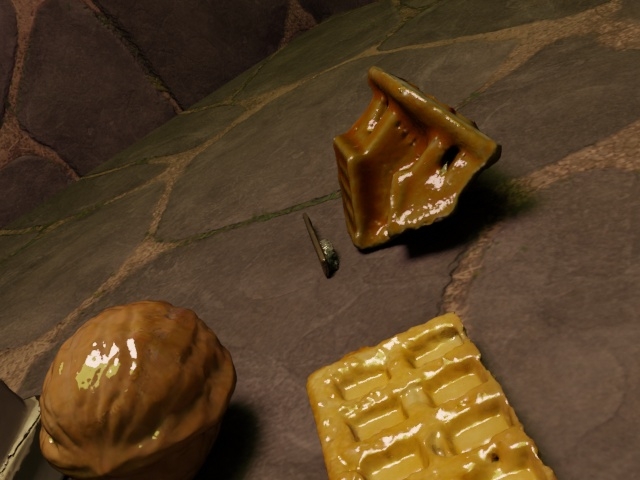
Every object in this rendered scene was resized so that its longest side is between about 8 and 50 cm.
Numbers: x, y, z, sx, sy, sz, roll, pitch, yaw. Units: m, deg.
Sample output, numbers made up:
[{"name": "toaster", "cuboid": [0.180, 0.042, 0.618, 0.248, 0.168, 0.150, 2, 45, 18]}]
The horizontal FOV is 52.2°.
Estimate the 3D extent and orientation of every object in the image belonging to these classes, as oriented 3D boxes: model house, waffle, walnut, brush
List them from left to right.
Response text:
[{"name": "walnut", "cuboid": [-0.185, 0.164, 0.670, 0.213, 0.213, 0.213, -22, 25, 11]}, {"name": "brush", "cuboid": [0.000, 0.000, 0.998, 0.027, 0.034, 0.190, -18, 24, -3]}, {"name": "model house", "cuboid": [0.105, -0.094, 0.919, 0.239, 0.173, 0.268, -55, 18, 14]}, {"name": "waffle", "cuboid": [0.084, 0.171, 0.553, 0.167, 0.057, 0.274, -26, 24, 3]}]

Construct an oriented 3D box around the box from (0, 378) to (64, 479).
[{"name": "box", "cuboid": [-0.450, 0.287, 0.731, 0.290, 0.166, 0.221, -20, 25, 12]}]
